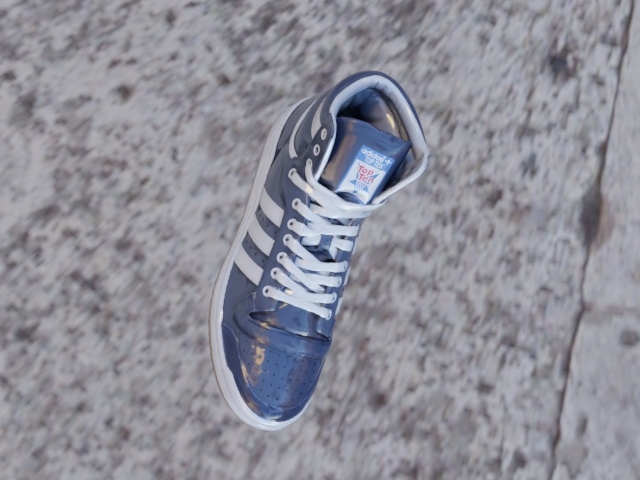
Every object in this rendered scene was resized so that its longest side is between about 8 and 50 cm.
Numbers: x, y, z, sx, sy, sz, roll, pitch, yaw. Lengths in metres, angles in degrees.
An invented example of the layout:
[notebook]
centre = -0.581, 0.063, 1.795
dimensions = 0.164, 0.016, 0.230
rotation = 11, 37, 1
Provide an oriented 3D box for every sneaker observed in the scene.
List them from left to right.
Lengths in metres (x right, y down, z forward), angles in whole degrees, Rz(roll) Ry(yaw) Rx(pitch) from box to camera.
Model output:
[sneaker]
centre = 0.000, 0.000, 1.420
dimensions = 0.099, 0.153, 0.282
rotation = 21, 67, -23
